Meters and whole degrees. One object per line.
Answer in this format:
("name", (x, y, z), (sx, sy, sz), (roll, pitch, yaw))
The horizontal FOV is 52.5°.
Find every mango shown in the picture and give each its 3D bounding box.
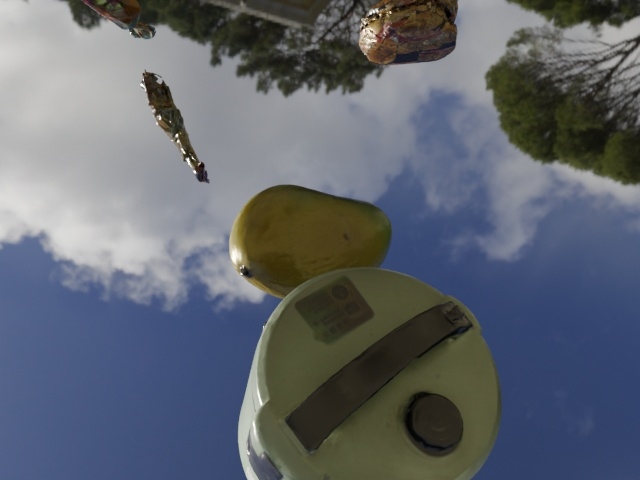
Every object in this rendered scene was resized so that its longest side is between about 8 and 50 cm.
("mango", (-0.001, 0.007, 0.783), (0.237, 0.091, 0.137), (8, -103, -36))

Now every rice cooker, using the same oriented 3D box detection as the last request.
("rice cooker", (0.032, 0.150, 0.589), (0.226, 0.244, 0.226), (6, -122, -10))

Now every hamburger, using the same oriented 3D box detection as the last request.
("hamburger", (0.196, -0.461, 1.423), (0.231, 0.231, 0.107), (-7, -95, -11))

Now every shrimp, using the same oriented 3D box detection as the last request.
("shrimp", (-0.187, -0.137, 0.853), (0.034, 0.178, 0.124), (-28, -116, -9))

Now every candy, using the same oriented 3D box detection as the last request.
("candy", (-0.278, -0.315, 0.822), (0.053, 0.182, 0.046), (-8, -123, 32))
